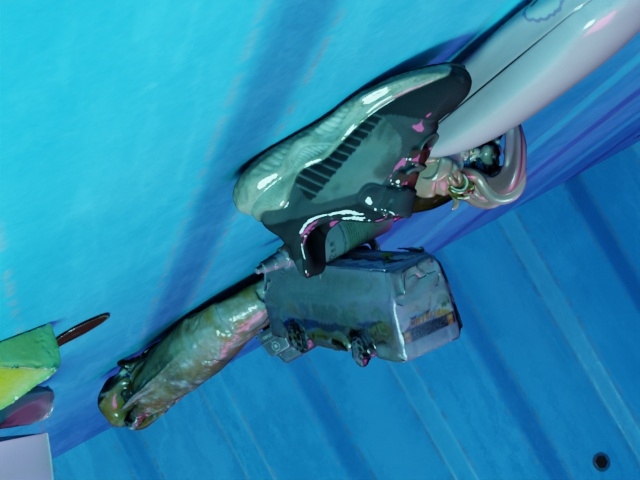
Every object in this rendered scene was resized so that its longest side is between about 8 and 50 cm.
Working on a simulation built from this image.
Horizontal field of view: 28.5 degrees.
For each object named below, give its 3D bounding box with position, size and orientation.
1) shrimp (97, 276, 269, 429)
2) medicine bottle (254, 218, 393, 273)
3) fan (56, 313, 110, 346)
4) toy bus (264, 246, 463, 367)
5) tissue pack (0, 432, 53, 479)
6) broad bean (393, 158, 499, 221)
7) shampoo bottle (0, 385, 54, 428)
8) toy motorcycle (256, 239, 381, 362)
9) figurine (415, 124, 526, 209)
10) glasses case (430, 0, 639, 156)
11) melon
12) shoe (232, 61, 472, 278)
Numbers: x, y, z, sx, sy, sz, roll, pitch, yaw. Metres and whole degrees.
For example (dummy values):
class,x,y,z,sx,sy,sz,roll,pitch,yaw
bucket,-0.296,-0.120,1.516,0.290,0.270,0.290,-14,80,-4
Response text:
class,x,y,z,sx,sy,sz,roll,pitch,yaw
shrimp,-0.182,0.158,1.913,0.445,0.110,0.221,-37,179,28
medicine bottle,0.000,0.000,1.586,0.199,0.058,0.057,-25,173,-29
fan,-0.297,0.117,1.427,0.133,0.005,0.085,-31,175,5
toy bus,0.039,0.077,1.631,0.112,0.138,0.317,-21,-166,-33
tissue pack,-0.427,0.272,1.369,0.148,0.093,0.246,-10,175,28
broad bean,0.180,-0.085,1.762,0.144,0.049,0.292,-26,173,-24
shampoo bottle,-0.387,0.209,1.554,0.072,0.049,0.212,-25,174,6
toy motorcycle,0.018,0.111,1.976,0.274,0.187,0.124,-32,174,35
figurine,0.159,-0.082,1.408,0.157,0.126,0.114,-28,131,-21
glasses case,0.182,-0.154,1.088,0.113,0.075,0.297,-26,174,-34
melon,-0.382,0.167,1.260,0.261,0.053,0.114,-31,166,10
shoe,0.039,-0.057,1.051,0.227,0.112,0.099,-29,173,16
